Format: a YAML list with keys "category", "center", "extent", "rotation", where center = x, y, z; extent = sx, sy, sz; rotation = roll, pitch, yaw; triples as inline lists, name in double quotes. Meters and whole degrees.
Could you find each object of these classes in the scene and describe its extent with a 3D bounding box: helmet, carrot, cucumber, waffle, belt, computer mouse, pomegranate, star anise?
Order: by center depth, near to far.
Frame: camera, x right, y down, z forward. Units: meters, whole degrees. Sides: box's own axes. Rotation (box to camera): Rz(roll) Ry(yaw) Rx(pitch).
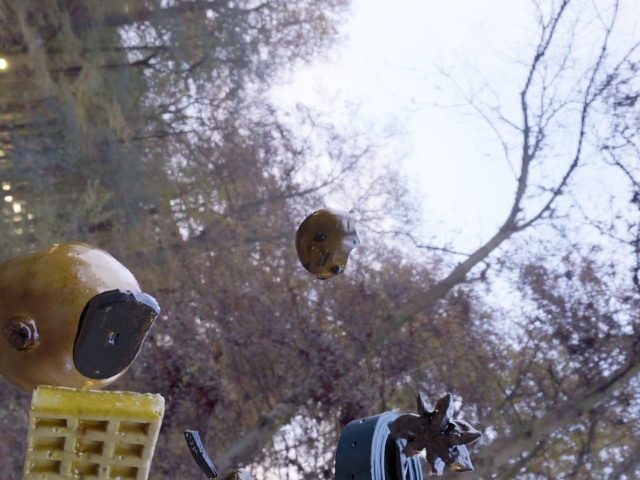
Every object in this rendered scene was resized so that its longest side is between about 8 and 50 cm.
- category: "waffle"
  center: [-0.409, 0.374, 1.144]
  extent: [0.055, 0.221, 0.248]
  rotation: [-112, -145, -60]
- category: "computer mouse"
  center: [-0.435, 0.182, 1.341]
  extent: [0.270, 0.137, 0.086]
  rotation: [-56, -141, 32]
- category: "cucumber"
  center: [-0.265, 0.470, 1.406]
  extent: [0.033, 0.034, 0.135]
  rotation: [-9, -75, 48]
- category: "star anise"
  center: [0.259, 0.441, 1.420]
  extent: [0.197, 0.073, 0.212]
  rotation: [43, -57, 13]
- category: "carrot"
  center: [-0.255, 0.612, 1.518]
  extent: [0.342, 0.070, 0.070]
  rotation: [-43, -120, 42]
- category: "pomegranate"
  center: [-0.663, 0.202, 1.639]
  extent: [0.416, 0.416, 0.417]
  rotation: [35, -50, 56]
- category: "helmet"
  center: [0.000, 0.000, 1.837]
  extent: [0.224, 0.130, 0.198]
  rotation: [-51, -143, 26]
- category: "belt"
  center: [0.183, 0.759, 1.982]
  extent: [0.173, 0.300, 0.437]
  rotation: [-28, -131, 30]
